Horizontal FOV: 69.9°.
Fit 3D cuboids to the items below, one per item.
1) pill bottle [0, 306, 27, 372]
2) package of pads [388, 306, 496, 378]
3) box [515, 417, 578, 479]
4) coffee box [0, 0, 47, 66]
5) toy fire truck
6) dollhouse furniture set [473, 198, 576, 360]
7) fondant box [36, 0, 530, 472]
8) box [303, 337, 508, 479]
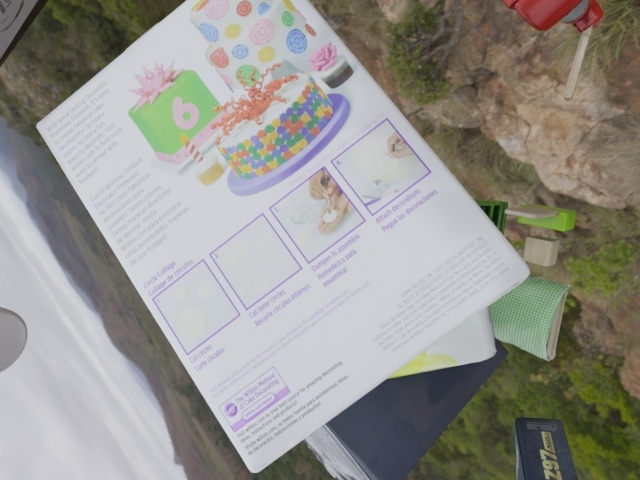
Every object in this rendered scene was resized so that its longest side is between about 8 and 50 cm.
[{"bbox_3d":[-0.624,0.154,0.787,0.208,0.117,0.117,10,134,22],"label":"pill bottle"},{"bbox_3d":[0.092,0.093,0.677,0.101,0.297,0.229,-80,-25,-69],"label":"package of pads"},{"bbox_3d":[0.265,0.357,0.526,0.059,0.183,0.232,-5,116,17],"label":"box"},{"bbox_3d":[-0.373,-0.196,0.376,0.168,0.297,0.119,27,163,-14],"label":"coffee box"},{"bbox_3d":[0.402,-0.380,0.774,0.158,0.217,0.246,-40,78,46],"label":"toy fire truck"},{"bbox_3d":[0.351,0.078,0.894,0.197,0.151,0.301,21,111,53],"label":"dollhouse furniture set"},{"bbox_3d":[-0.041,-0.032,0.380,0.330,0.238,0.096,54,-175,10],"label":"fondant box"},{"bbox_3d":[0.129,0.289,0.900,0.179,0.343,0.312,48,156,9],"label":"box"}]
